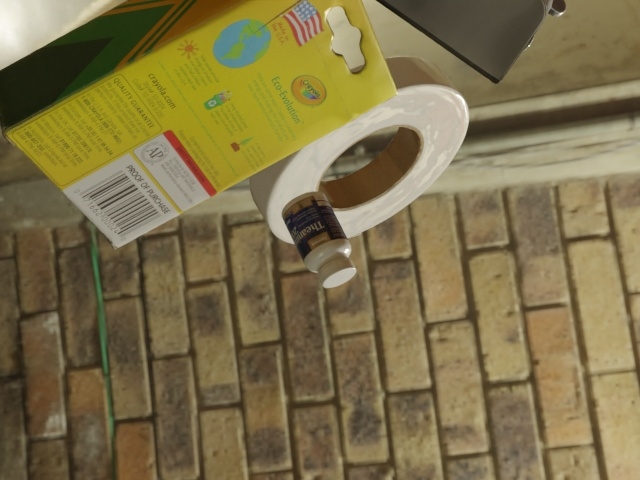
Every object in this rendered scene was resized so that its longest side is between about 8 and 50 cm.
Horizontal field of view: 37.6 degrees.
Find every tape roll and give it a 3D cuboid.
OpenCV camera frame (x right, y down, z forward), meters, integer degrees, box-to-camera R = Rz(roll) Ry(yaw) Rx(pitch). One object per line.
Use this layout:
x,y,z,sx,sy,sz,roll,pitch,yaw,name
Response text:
0.067,-0.139,1.570,0.072,0.392,0.392,58,-1,26,tape roll

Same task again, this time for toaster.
0.131,-0.256,0.812,0.168,0.186,0.110,-59,-175,-37,toaster

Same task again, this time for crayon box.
-0.104,-0.139,0.860,0.081,0.318,0.202,64,3,35,crayon box

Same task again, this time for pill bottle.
0.000,0.000,1.247,0.120,0.067,0.067,63,3,23,pill bottle
